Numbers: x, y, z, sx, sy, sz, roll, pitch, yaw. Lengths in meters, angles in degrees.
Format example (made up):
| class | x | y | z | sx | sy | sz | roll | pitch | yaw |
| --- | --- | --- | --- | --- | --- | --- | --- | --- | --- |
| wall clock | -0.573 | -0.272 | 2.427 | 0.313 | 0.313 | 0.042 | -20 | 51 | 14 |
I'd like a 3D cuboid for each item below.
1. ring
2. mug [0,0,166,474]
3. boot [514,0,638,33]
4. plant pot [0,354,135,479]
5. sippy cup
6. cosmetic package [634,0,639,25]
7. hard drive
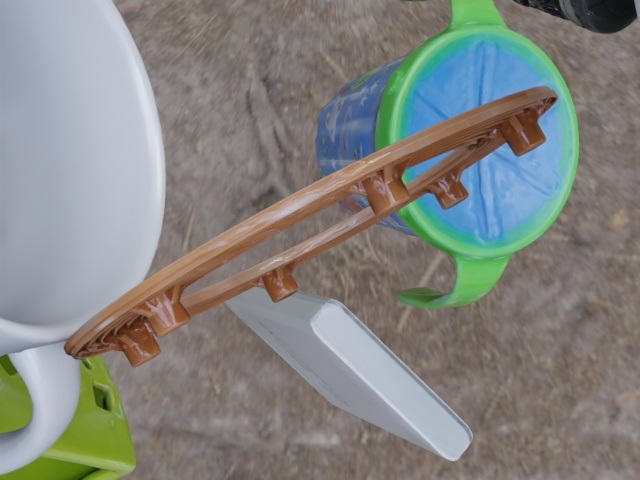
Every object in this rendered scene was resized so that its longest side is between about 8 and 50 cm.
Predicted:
| class | x | y | z | sx | sy | sz | roll | pitch | yaw |
| --- | --- | --- | --- | --- | --- | --- | --- | --- | --- |
| ring | 0.000 | 0.000 | 0.839 | 0.336 | 0.336 | 0.032 | -29 | 85 | 7 |
| mug | -0.294 | -0.002 | 0.905 | 0.328 | 0.276 | 0.374 | -13 | 112 | 29 |
| boot | 0.161 | -0.229 | 0.850 | 0.236 | 0.178 | 0.085 | -51 | 131 | -21 |
| plant pot | -0.331 | 0.132 | 1.239 | 0.228 | 0.227 | 0.207 | -26 | 61 | 27 |
| sippy cup | 0.113 | -0.101 | 1.438 | 0.240 | 0.224 | 0.306 | 37 | 75 | -26 |
| cosmetic package | 0.352 | -0.146 | 0.452 | 0.393 | 0.330 | 0.327 | 9 | 147 | -15 |
| hard drive | 0.015 | 0.123 | 1.400 | 0.203 | 0.307 | 0.040 | 45 | 78 | -17 |
